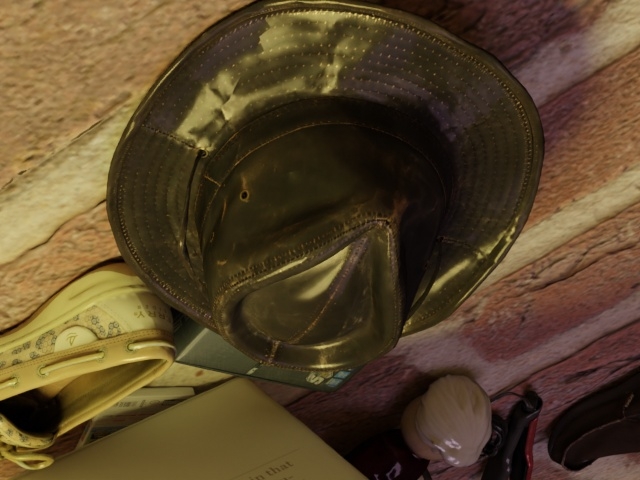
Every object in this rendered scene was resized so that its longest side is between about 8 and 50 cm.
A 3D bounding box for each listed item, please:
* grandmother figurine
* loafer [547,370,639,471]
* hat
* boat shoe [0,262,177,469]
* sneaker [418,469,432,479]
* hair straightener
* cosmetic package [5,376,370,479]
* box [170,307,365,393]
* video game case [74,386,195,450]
[{"bbox_3d":[0.035,0.252,1.440,0.342,0.104,0.208,-37,169,20],"label":"grandmother figurine"},{"bbox_3d":[0.345,0.201,1.524,0.080,0.078,0.220,19,130,-42],"label":"loafer"},{"bbox_3d":[0.000,0.000,0.957,0.331,0.134,0.331,1,130,1],"label":"hat"},{"bbox_3d":[-0.232,0.125,1.130,0.285,0.089,0.105,-38,142,26],"label":"boat shoe"},{"bbox_3d":[0.077,0.311,1.567,0.075,0.057,0.161,-8,147,-26],"label":"sneaker"},{"bbox_3d":[0.198,0.236,1.530,0.089,0.047,0.230,-12,145,-11],"label":"hair straightener"},{"bbox_3d":[-0.080,0.382,1.151,0.327,0.394,0.329,-23,121,-26],"label":"cosmetic package"},{"bbox_3d":[0.007,0.032,1.144,0.183,0.059,0.233,18,130,-39],"label":"box"},{"bbox_3d":[-0.178,0.176,1.297,0.087,0.011,0.122,2,141,-28],"label":"video game case"}]
